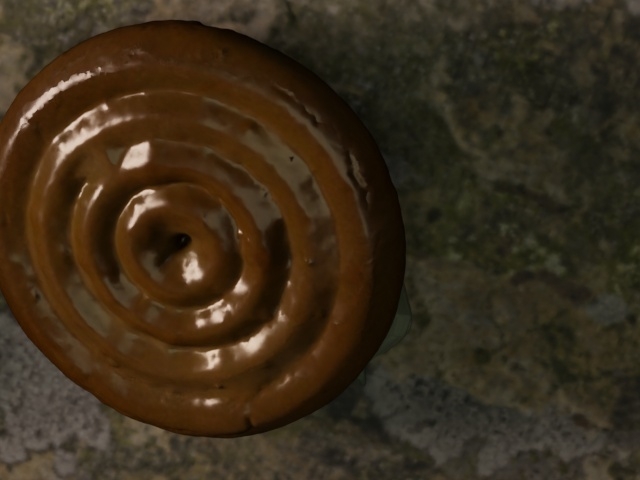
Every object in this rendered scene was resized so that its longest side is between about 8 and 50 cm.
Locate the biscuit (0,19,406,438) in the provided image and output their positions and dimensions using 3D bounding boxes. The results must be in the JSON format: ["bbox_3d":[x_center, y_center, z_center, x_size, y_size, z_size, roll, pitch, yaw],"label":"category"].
[{"bbox_3d":[-0.079,0.002,1.038,0.262,0.037,0.262,6,116,13],"label":"biscuit"}]

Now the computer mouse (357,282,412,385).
[{"bbox_3d":[0.000,0.000,1.064,0.089,0.056,0.181,-14,109,25],"label":"computer mouse"}]
